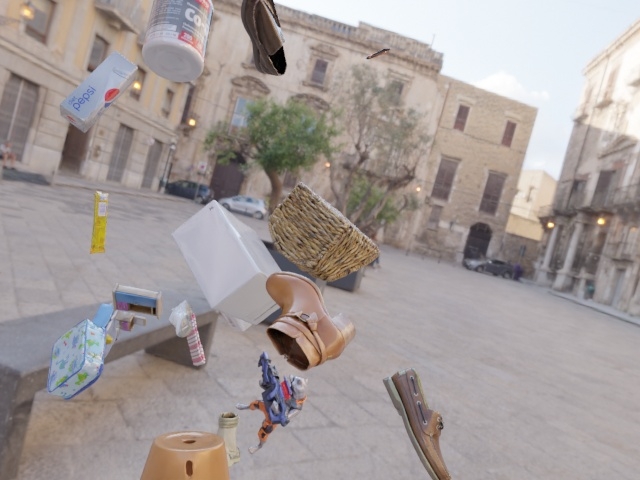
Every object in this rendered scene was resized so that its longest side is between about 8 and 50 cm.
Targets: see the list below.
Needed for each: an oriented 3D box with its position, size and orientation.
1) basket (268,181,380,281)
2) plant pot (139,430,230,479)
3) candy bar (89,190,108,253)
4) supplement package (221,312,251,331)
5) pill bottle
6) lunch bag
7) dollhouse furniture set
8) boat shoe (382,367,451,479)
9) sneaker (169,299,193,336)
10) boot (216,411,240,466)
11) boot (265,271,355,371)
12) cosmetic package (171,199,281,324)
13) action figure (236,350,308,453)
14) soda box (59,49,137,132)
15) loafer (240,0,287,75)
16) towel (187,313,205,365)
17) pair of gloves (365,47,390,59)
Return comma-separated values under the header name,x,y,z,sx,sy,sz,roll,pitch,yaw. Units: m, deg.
name,x,y,z,sx,sy,sz,roll,pitch,yaw
basket,0.000,0.000,1.557,0.223,0.213,0.299,35,7,-47
plant pot,-0.382,0.668,1.393,0.291,0.203,0.291,3,-6,0
candy bar,-0.564,-0.045,1.257,0.018,0.161,0.040,10,7,40
supplement package,-0.294,0.271,1.990,0.179,0.105,0.105,-39,17,-32
pill bottle,-0.383,-0.598,1.354,0.161,0.283,0.161,3,-20,1
lunch bag,-0.752,0.366,1.519,0.090,0.176,0.219,47,11,-41
dollhouse furniture set,-0.808,0.382,2.062,0.198,0.286,0.303,12,41,-3
boat shoe,0.275,0.484,1.302,0.307,0.104,0.111,64,1,28
sneaker,-0.413,0.239,1.453,0.061,0.053,0.152,-25,28,3
boot,-0.312,0.672,1.683,0.077,0.165,0.213,2,-14,3
boot,-0.047,0.125,0.809,0.197,0.073,0.152,32,24,22
cosmetic package,-0.203,0.060,1.175,0.224,0.138,0.224,54,2,26
action figure,-0.180,0.620,1.940,0.178,0.330,0.341,34,25,-37
soda box,-0.756,-0.512,1.691,0.098,0.286,0.091,38,-24,-14
loafer,-0.179,-0.746,1.777,0.130,0.134,0.366,32,-19,20
towel,-0.489,0.388,1.919,0.029,0.197,0.144,-12,-9,-28
pair of gloves,0.178,-0.583,1.537,0.074,0.010,0.083,-18,12,6
